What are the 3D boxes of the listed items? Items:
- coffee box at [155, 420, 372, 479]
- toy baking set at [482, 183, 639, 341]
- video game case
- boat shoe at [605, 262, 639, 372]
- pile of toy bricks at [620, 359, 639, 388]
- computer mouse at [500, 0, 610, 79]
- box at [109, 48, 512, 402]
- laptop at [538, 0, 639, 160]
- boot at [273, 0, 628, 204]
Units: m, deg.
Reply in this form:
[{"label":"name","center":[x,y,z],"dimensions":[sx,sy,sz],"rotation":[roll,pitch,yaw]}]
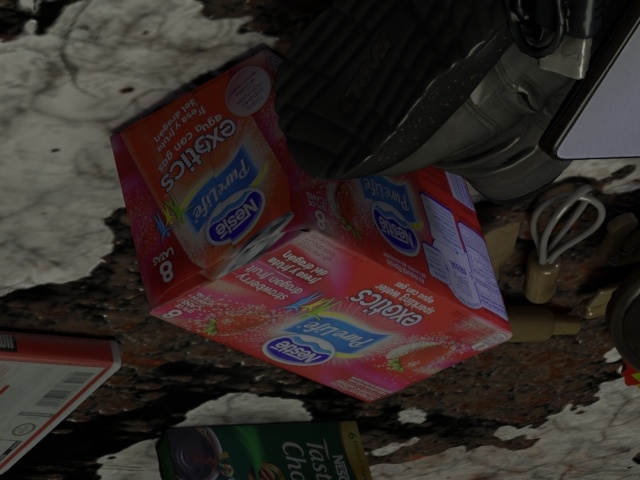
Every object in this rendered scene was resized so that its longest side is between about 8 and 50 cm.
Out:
[{"label":"coffee box","center":[-0.042,0.211,1.519],"dimensions":[0.184,0.113,0.040],"rotation":[2,146,-27]},{"label":"toy baking set","center":[0.179,0.019,1.356],"dimensions":[0.256,0.030,0.197],"rotation":[0,144,-38]},{"label":"video game case","center":[-0.316,0.117,1.295],"dimensions":[0.285,0.025,0.204],"rotation":[7,146,-37]},{"label":"boat shoe","center":[0.340,-0.017,1.304],"dimensions":[0.307,0.110,0.104],"rotation":[-32,-177,11]},{"label":"pile of toy bricks","center":[0.336,0.060,1.455],"dimensions":[0.105,0.118,0.212],"rotation":[37,146,-24]},{"label":"computer mouse","center":[0.213,-0.148,0.733],"dimensions":[0.272,0.072,0.188],"rotation":[-1,126,-2]},{"label":"box","center":[0.000,0.000,1.118],"dimensions":[0.122,0.128,0.257],"rotation":[-28,151,23]},{"label":"laptop","center":[0.390,-0.121,0.843],"dimensions":[0.408,0.236,0.382],"rotation":[-4,135,-43]},{"label":"boot","center":[0.148,-0.143,0.971],"dimensions":[0.338,0.118,0.223],"rotation":[-35,157,34]}]
